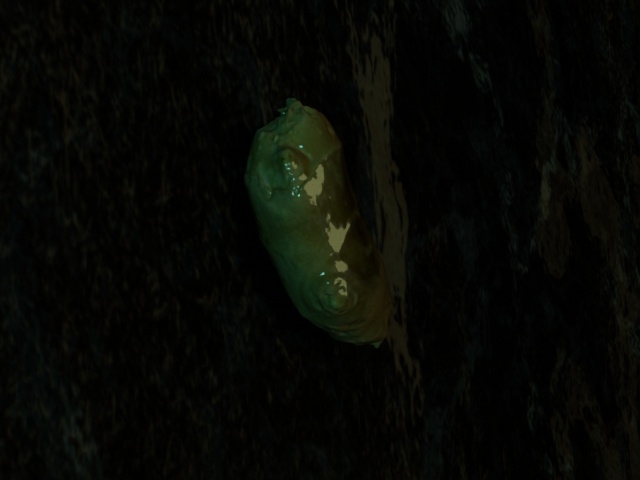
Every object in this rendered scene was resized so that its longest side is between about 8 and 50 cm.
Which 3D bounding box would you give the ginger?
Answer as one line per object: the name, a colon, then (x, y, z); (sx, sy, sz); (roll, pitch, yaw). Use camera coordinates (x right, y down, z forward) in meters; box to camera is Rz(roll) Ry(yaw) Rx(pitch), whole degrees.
ginger: (0.002, -0.001, 1.036); (0.095, 0.069, 0.190); (-49, 125, -50)
